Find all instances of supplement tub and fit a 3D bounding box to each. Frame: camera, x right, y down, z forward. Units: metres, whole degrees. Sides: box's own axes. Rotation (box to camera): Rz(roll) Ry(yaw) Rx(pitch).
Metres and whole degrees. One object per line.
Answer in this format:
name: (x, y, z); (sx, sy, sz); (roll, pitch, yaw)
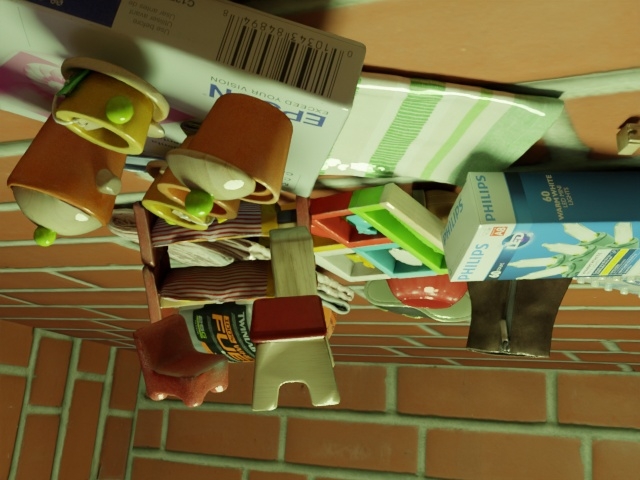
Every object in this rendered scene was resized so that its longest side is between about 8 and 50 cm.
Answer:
supplement tub: (-0.130, 0.151, 1.652); (0.193, 0.193, 0.316); (19, 160, -41)

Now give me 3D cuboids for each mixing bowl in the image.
mixing bowl: (0.185, 0.061, 1.391); (0.181, 0.098, 0.181); (5, 164, 1)

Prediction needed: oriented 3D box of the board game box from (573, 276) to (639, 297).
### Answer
board game box: (0.606, 0.082, 1.323); (0.390, 0.050, 0.390); (13, 170, -28)

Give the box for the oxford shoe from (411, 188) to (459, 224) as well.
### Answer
oxford shoe: (0.171, -0.016, 1.164); (0.076, 0.076, 0.212); (-5, 164, 6)

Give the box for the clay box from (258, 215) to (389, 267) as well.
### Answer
clay box: (0.000, 0.000, 1.311); (0.222, 0.053, 0.127); (-6, 159, 43)

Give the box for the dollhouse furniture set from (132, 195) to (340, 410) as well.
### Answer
dollhouse furniture set: (-0.099, 0.037, 0.848); (0.201, 0.152, 0.374); (-6, -168, -2)

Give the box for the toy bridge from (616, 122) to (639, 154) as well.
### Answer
toy bridge: (0.407, -0.104, 0.832); (0.188, 0.026, 0.063); (4, 164, -1)

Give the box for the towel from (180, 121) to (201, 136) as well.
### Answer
towel: (-0.090, -0.083, 0.728); (0.060, 0.009, 0.083); (11, 165, 6)

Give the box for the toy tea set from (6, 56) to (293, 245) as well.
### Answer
toy tea set: (-0.151, -0.042, 0.672); (0.200, 0.124, 0.336); (24, 166, -18)

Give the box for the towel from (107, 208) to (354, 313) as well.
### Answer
towel: (-0.145, 0.036, 1.369); (0.317, 0.053, 0.332); (14, 171, 34)

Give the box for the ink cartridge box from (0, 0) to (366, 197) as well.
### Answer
ink cartridge box: (-0.148, -0.130, 0.761); (0.324, 0.071, 0.330); (16, 162, -5)

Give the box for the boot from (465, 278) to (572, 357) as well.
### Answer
boot: (0.322, 0.061, 1.125); (0.248, 0.207, 0.090); (-3, 163, 30)

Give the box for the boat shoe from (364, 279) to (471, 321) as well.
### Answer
boat shoe: (0.201, 0.117, 1.639); (0.228, 0.081, 0.068); (11, 168, 5)

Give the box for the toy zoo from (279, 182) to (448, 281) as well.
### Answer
toy zoo: (0.051, -0.001, 1.134); (0.192, 0.030, 0.293); (34, 153, -35)

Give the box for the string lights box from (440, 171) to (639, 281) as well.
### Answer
string lights box: (0.289, -0.017, 0.974); (0.260, 0.077, 0.133); (-2, 149, -9)

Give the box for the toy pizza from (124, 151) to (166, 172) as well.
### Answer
toy pizza: (-0.197, -0.100, 0.984); (0.201, 0.032, 0.201); (6, -179, 0)

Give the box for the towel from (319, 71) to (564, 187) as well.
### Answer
towel: (0.062, -0.115, 0.892); (0.325, 0.038, 0.248); (7, 164, -5)
